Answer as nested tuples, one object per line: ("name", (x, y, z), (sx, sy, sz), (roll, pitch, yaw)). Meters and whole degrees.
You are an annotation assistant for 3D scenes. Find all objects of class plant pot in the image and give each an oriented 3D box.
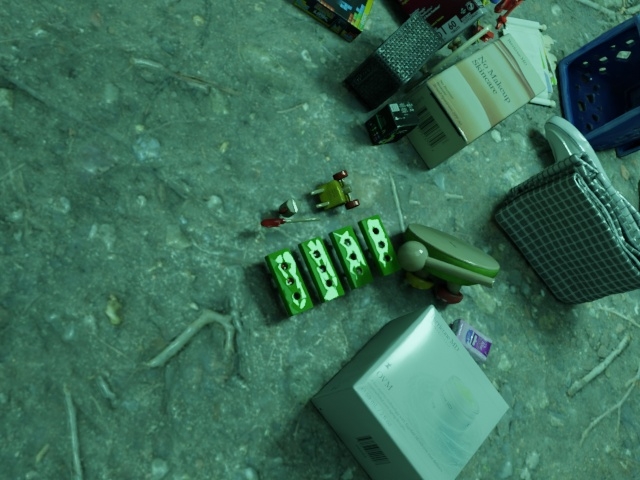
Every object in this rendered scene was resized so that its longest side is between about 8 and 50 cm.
("plant pot", (0.714, -0.335, 1.802), (0.212, 0.236, 0.235), (13, 65, -32))

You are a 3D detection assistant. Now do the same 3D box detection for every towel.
("towel", (0.506, -0.013, 1.552), (0.121, 0.235, 0.283), (-41, 95, -29))

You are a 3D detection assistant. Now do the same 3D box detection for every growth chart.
("growth chart", (0.485, -0.416, 1.817), (0.172, 0.021, 0.237), (9, 68, -28))

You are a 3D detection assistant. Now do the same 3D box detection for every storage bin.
("storage bin", (0.145, -0.349, 1.527), (0.084, 0.122, 0.180), (46, 56, -8))

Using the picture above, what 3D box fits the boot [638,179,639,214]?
("boot", (0.827, -0.110, 1.792), (0.076, 0.208, 0.189), (8, 68, -28))

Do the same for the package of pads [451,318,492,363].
("package of pads", (0.276, 0.188, 1.459), (0.083, 0.032, 0.050), (35, 61, -15))

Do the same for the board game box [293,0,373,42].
("board game box", (0.039, -0.503, 1.567), (0.141, 0.048, 0.170), (30, 59, -20))

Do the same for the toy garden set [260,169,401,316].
("toy garden set", (0.000, 0.000, 1.357), (0.244, 0.049, 0.203), (-20, 85, -34))

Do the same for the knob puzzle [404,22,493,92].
("knob puzzle", (0.267, -0.384, 1.569), (0.213, 0.213, 0.030), (-40, 96, -35))

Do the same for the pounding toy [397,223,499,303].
("pounding toy", (0.217, 0.061, 1.412), (0.183, 0.110, 0.237), (25, 14, 8))

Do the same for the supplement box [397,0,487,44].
("supplement box", (0.223, -0.529, 1.628), (0.239, 0.130, 0.073), (53, 27, -2))

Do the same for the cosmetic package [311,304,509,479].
("cosmetic package", (0.152, 0.268, 1.292), (0.225, 0.138, 0.224), (-40, 95, -36))

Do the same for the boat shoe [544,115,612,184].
("boat shoe", (0.558, -0.150, 1.716), (0.084, 0.095, 0.258), (-35, 89, -10))

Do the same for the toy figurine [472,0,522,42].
("toy figurine", (0.332, -0.636, 1.716), (0.217, 0.191, 0.362), (24, 60, -16))

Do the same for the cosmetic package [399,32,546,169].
("cosmetic package", (0.305, -0.287, 1.595), (0.296, 0.129, 0.153), (-37, 91, -36))

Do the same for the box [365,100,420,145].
("box", (0.137, -0.224, 1.498), (0.062, 0.083, 0.052), (-14, 78, -33))
